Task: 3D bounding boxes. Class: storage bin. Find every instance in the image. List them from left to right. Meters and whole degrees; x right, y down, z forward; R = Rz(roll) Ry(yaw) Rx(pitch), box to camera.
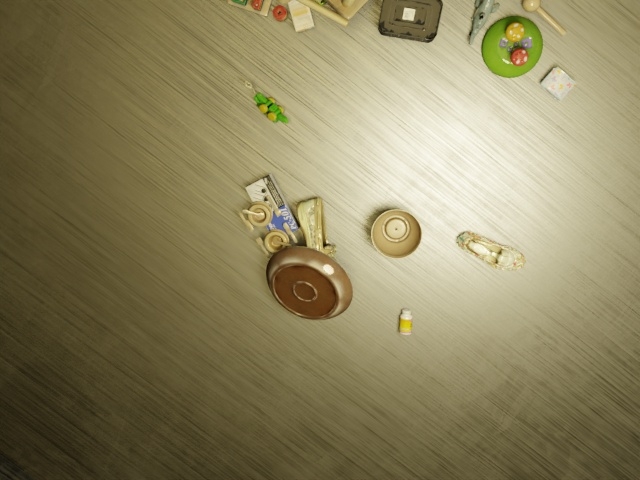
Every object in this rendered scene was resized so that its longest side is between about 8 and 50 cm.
[{"bbox_3d":[0.272,-0.681,1.751,0.180,0.084,0.122,11,103,3],"label":"storage bin"}]

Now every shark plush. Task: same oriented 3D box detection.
[{"bbox_3d":[0.479,-0.678,1.737,0.073,0.067,0.161,34,103,-2],"label":"shark plush"}]

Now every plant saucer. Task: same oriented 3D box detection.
[{"bbox_3d":[-0.046,0.159,1.920,0.311,0.050,0.310,12,129,15],"label":"plant saucer"}]

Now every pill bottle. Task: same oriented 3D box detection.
[{"bbox_3d":[0.295,0.280,1.980,0.043,0.043,0.083,3,103,5],"label":"pill bottle"}]

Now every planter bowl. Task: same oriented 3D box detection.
[{"bbox_3d":[0.248,-0.030,1.883,0.162,0.109,0.162,1,102,5],"label":"planter bowl"}]

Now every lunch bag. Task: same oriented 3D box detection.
[{"bbox_3d":[0.727,-0.482,1.763,0.083,0.053,0.071,35,106,-12],"label":"lunch bag"}]

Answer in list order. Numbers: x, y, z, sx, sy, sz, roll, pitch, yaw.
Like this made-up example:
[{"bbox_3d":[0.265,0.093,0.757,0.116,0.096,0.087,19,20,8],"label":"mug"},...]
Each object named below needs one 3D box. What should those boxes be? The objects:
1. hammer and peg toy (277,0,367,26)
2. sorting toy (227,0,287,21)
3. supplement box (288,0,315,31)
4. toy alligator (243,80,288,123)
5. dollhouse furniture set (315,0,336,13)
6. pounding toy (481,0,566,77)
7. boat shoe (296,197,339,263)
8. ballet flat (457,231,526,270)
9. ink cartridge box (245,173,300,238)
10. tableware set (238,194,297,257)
[{"bbox_3d":[0.039,-0.770,1.677,0.266,0.127,0.361,41,79,-4],"label":"hammer and peg toy"},{"bbox_3d":[-0.223,-0.793,1.798,0.275,0.046,0.132,20,103,2],"label":"sorting toy"},{"bbox_3d":[-0.060,-0.711,1.803,0.062,0.036,0.098,-14,100,9],"label":"supplement box"},{"bbox_3d":[-0.183,-0.440,1.871,0.190,0.056,0.051,42,144,-4],"label":"toy alligator"},{"bbox_3d":[0.021,-0.750,1.766,0.152,0.076,0.058,35,105,-1],"label":"dollhouse furniture set"},{"bbox_3d":[0.604,-0.604,1.719,0.183,0.110,0.237,45,103,-5],"label":"pounding toy"},{"bbox_3d":[0.000,0.000,1.918,0.089,0.104,0.285,-16,100,12],"label":"boat shoe"},{"bbox_3d":[0.562,0.045,1.883,0.241,0.077,0.091,20,103,1],"label":"ballet flat"},{"bbox_3d":[-0.160,-0.113,1.940,0.097,0.046,0.207,-26,99,12],"label":"ink cartridge box"},{"bbox_3d":[-0.176,-0.040,1.915,0.128,0.039,0.194,-30,98,15],"label":"tableware set"}]
